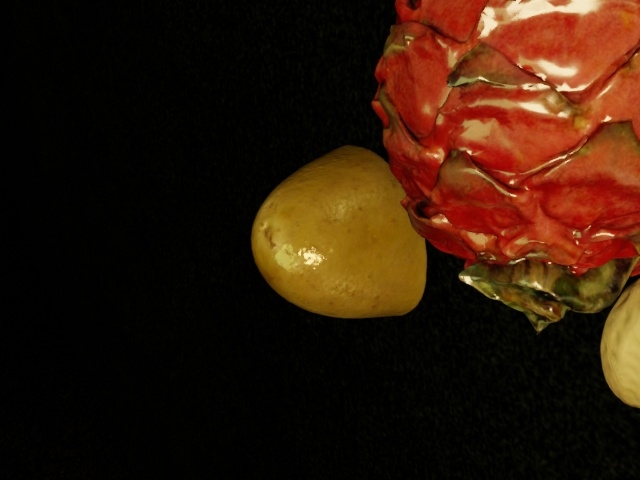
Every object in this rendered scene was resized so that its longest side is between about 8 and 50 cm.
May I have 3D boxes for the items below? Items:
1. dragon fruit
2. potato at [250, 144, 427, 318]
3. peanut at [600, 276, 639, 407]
[{"bbox_3d":[0.153,-0.098,0.516,0.244,0.244,0.298,25,120,51],"label":"dragon fruit"},{"bbox_3d":[0.000,0.000,0.888,0.178,0.158,0.203,-21,82,57],"label":"potato"},{"bbox_3d":[0.265,0.045,0.498,0.228,0.086,0.104,-45,47,53],"label":"peanut"}]
